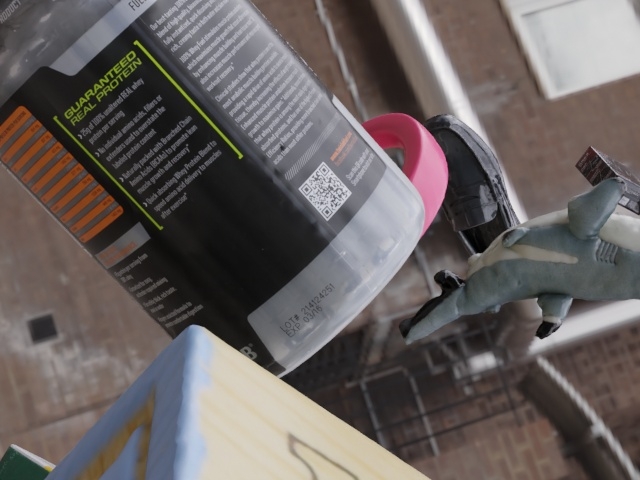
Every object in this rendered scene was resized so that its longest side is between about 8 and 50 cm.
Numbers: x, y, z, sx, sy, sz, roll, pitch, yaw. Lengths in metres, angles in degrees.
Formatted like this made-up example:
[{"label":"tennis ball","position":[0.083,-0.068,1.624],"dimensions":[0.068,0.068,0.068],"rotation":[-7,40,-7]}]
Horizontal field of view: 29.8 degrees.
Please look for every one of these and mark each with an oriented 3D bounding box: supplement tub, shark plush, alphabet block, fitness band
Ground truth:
[{"label":"supplement tub","position":[-0.097,-0.072,0.791],"dimensions":[0.316,0.193,0.193],"rotation":[48,-5,-11]},{"label":"shark plush","position":[0.121,0.021,0.662],"dimensions":[0.073,0.161,0.067],"rotation":[84,-11,-69]},{"label":"alphabet block","position":[-0.039,0.193,0.535],"dimensions":[0.197,0.192,0.193],"rotation":[35,23,-19]},{"label":"fitness band","position":[0.000,0.000,1.144],"dimensions":[0.054,0.291,0.209],"rotation":[42,15,-26]}]

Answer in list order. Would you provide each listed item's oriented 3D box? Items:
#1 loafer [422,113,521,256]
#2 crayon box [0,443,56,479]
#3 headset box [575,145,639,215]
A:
[{"label":"loafer","position":[0.179,-0.042,1.376],"dimensions":[0.223,0.076,0.078],"rotation":[59,28,-22]},{"label":"crayon box","position":[-0.253,0.387,1.526],"dimensions":[0.322,0.083,0.203],"rotation":[22,-16,31]},{"label":"headset box","position":[0.335,-0.071,1.378],"dimensions":[0.032,0.062,0.083],"rotation":[-55,-153,20]}]
